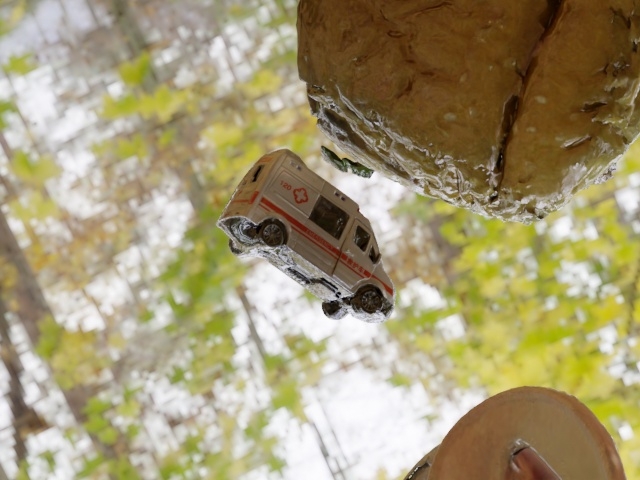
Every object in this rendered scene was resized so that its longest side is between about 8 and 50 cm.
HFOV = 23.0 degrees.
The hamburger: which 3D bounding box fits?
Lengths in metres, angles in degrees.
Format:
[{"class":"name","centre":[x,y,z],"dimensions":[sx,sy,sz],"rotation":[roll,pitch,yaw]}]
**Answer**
[{"class":"hamburger","centre":[0.080,-0.109,0.797],"dimensions":[0.206,0.130,0.183],"rotation":[16,-101,41]}]

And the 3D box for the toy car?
[{"class":"toy car","centre":[0.000,0.000,1.636],"dimensions":[0.108,0.210,0.089],"rotation":[-61,-161,-21]}]

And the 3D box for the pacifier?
[{"class":"pacifier","centre":[0.076,0.243,1.002],"dimensions":[0.220,0.332,0.273],"rotation":[32,-165,26]}]
